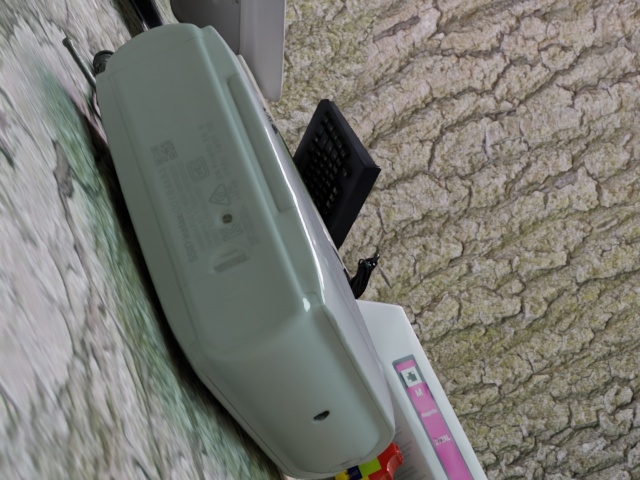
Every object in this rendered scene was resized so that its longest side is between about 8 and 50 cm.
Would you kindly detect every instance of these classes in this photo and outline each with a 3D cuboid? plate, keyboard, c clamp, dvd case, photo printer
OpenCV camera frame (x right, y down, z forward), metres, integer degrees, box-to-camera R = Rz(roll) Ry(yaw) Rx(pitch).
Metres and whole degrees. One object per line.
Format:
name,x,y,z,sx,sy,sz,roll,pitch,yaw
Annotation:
plate,-0.129,-0.344,1.590,0.278,0.045,0.277,44,-39,42
keyboard,0.000,0.000,1.535,0.201,0.033,0.317,57,-34,24
c clamp,-0.154,-0.105,0.979,0.160,0.022,0.137,-116,180,-72
dvd case,-0.289,-0.420,1.754,0.179,0.030,0.238,64,0,43
photo printer,-0.043,0.026,0.920,0.307,0.107,0.256,63,4,-62

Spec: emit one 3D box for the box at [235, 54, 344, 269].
box,-0.080,-0.071,1.480,0.275,0.113,0.094,63,0,26

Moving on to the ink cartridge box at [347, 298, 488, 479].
ink cartridge box,0.061,0.193,1.246,0.370,0.069,0.176,62,-34,14

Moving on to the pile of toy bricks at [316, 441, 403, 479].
pile of toy bricks,0.078,0.271,1.114,0.212,0.105,0.118,-115,178,-52
